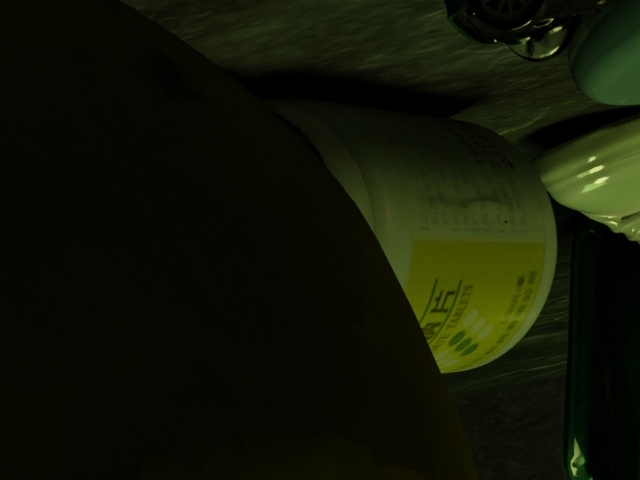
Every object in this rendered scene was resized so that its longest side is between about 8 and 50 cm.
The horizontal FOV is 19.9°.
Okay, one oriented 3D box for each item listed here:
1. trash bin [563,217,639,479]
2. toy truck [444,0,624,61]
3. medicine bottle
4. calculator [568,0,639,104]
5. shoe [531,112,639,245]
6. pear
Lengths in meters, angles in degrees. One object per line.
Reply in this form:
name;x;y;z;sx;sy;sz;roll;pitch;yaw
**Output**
trash bin;0.327;0.138;1.312;0.295;0.259;0.381;2;-161;7
toy truck;0.110;-0.115;0.612;0.147;0.079;0.065;-17;170;16
medicine bottle;0.000;0.000;0.914;0.143;0.143;0.258;-20;166;35
calculator;0.220;-0.118;0.827;0.188;0.042;0.303;-9;172;-15
shoe;0.244;-0.022;1.178;0.265;0.110;0.095;-6;169;-45
pear;-0.135;0.083;0.570;0.362;0.362;0.418;-4;-164;-38
